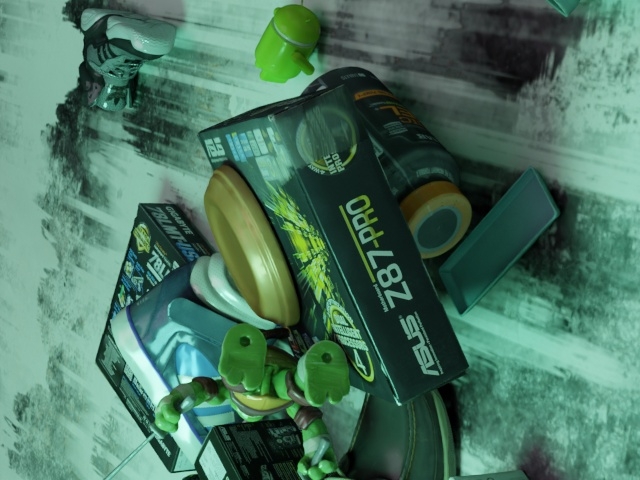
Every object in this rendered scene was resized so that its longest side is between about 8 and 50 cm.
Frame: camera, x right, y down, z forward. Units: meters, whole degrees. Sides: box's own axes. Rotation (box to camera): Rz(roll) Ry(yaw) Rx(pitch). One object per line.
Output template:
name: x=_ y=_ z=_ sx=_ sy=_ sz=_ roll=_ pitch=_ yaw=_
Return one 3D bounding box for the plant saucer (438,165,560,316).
plant saucer: x=0.194 y=0.004 z=1.511 sx=0.192 sy=0.018 sz=0.067 roll=-52 pitch=50 yaw=41

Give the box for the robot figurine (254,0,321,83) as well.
robot figurine: x=-0.042 y=-0.256 z=1.805 sx=0.115 sy=0.067 sz=0.101 roll=-57 pitch=38 yaw=38

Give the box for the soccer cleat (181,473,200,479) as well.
soccer cleat: x=-0.170 y=0.360 z=2.003 sx=0.179 sy=0.060 sz=0.072 roll=-54 pitch=47 yaw=45

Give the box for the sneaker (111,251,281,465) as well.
sneaker: x=-0.099 y=0.166 z=1.843 sx=0.323 sy=0.236 sz=0.130 roll=56 pitch=-169 yaw=-15

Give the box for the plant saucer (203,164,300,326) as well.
plant saucer: x=-0.083 y=0.011 z=1.586 sx=0.200 sy=0.037 sz=0.200 roll=60 pitch=167 yaw=24

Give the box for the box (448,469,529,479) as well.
box: x=0.180 y=0.307 z=1.459 sx=0.102 sy=0.101 sz=0.087 roll=57 pitch=134 yaw=40

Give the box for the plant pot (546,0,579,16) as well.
plant pot: x=0.195 y=-0.382 z=1.314 sx=0.196 sy=0.293 sz=0.293 roll=-46 pitch=48 yaw=11

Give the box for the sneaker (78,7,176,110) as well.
sneaker: x=-0.301 y=-0.271 z=2.155 sx=0.268 sy=0.101 sz=0.153 roll=29 pitch=114 yaw=58

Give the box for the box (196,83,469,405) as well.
box: x=0.000 y=0.000 z=1.531 sx=0.318 sy=0.097 sz=0.395 roll=68 pitch=166 yaw=-8

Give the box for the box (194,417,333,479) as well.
box: x=-0.054 y=0.317 z=1.757 sx=0.180 sy=0.147 sz=0.077 roll=57 pitch=134 yaw=37

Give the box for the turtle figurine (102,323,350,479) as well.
turtle figurine: x=-0.073 y=0.209 z=1.531 sx=0.198 sy=0.274 sz=0.266 roll=42 pitch=155 yaw=6

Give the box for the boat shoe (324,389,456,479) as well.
boat shoe: x=0.064 y=0.315 z=1.600 sx=0.132 sy=0.130 sz=0.355 roll=12 pitch=100 yaw=54

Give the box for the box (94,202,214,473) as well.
box: x=-0.220 y=0.140 z=2.061 sx=0.295 sy=0.073 sz=0.293 roll=45 pitch=124 yaw=45

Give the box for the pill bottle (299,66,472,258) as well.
pill bottle: x=0.073 y=-0.084 z=1.587 sx=0.246 sy=0.130 sz=0.130 roll=52 pitch=130 yaw=41
